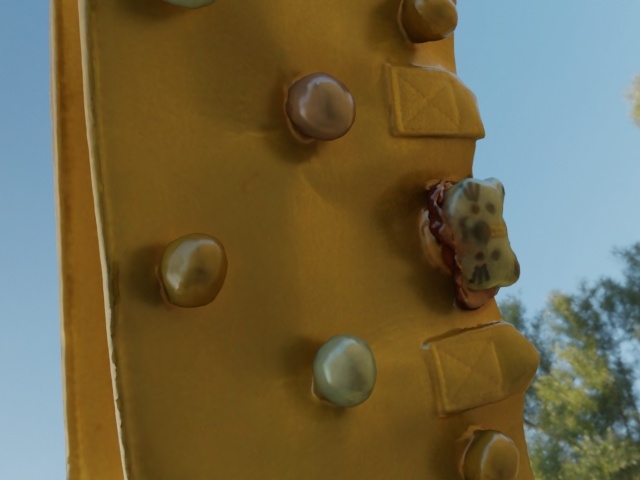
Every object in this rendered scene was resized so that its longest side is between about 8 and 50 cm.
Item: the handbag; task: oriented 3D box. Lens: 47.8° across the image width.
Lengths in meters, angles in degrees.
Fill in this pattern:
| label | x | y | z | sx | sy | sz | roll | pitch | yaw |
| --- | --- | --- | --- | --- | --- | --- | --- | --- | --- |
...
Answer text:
| label | x | y | z | sx | sy | sz | roll | pitch | yaw |
| --- | --- | --- | --- | --- | --- | --- | --- | --- | --- |
| handbag | 0.000 | 0.000 | 0.430 | 0.283 | 0.133 | 0.401 | -2 | -97 | -35 |
